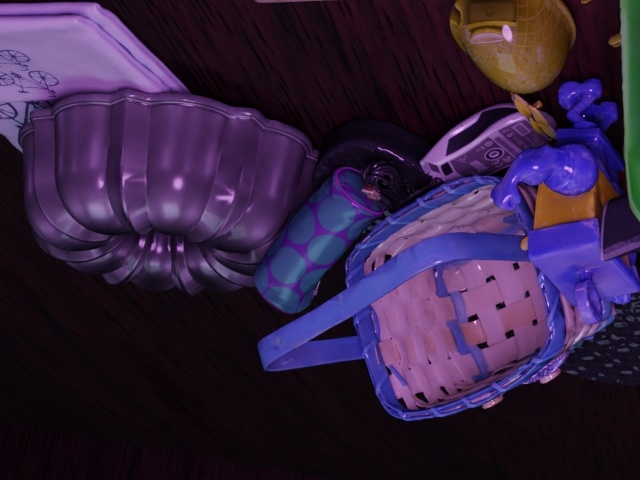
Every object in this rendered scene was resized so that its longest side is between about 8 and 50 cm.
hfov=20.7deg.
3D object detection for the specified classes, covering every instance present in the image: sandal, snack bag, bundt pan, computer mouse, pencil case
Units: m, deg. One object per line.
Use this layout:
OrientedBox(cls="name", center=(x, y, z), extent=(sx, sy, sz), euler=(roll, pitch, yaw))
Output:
OrientedBox(cls="sandal", center=(0.202, -0.003, 1.799), extent=(0.446, 0.107, 0.167), euler=(34, 137, -15))
OrientedBox(cls="snack bag", center=(-0.277, -0.150, 1.802), extent=(0.323, 0.037, 0.342), euler=(2, 158, 28))
OrientedBox(cls="bundt pan", center=(-0.157, -0.033, 1.822), extent=(0.331, 0.124, 0.331), euler=(4, 160, 1))
OrientedBox(cls="computer mouse", center=(0.132, -0.081, 1.644), extent=(0.193, 0.042, 0.106), euler=(-28, 143, 23))
OrientedBox(cls="pencil case", center=(0.000, 0.000, 1.726), extent=(0.070, 0.064, 0.151), euler=(24, 121, -28))

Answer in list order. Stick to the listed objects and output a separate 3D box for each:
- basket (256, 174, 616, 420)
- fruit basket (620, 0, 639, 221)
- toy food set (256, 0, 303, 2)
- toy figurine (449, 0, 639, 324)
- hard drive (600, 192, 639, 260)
OrientedBox(cls="basket", center=(0.117, 0.053, 1.602), extent=(0.289, 0.201, 0.255), euler=(2, 156, -42))
OrientedBox(cls="fruit basket", center=(0.311, -0.164, 1.069), extent=(0.392, 0.282, 0.392), euler=(-1, 172, 0))
OrientedBox(cls="toy food set", center=(-0.015, -0.253, 1.345), extent=(0.132, 0.038, 0.192), euler=(1, 153, 13))
OrientedBox(cls="toy figurine", center=(0.236, -0.044, 1.446), extent=(0.191, 0.217, 0.362), euler=(-5, 154, 26))
OrientedBox(cls="hard drive", center=(0.355, -0.048, 1.379), extent=(0.255, 0.054, 0.172), euler=(-14, 173, -30))
